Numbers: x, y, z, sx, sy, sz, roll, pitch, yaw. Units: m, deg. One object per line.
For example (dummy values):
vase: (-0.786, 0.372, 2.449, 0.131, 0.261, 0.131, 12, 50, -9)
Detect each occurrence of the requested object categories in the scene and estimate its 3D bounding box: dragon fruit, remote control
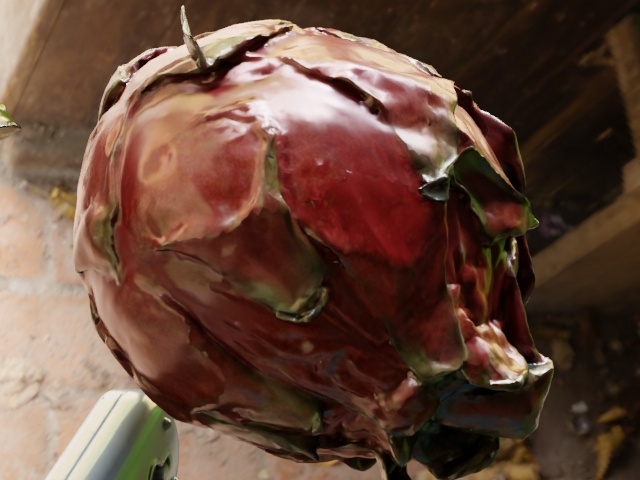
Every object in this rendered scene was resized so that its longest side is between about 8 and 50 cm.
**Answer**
dragon fruit: (0.000, 0.000, 0.686, 0.244, 0.244, 0.299, -29, 52, -34)
remote control: (-0.127, 0.164, 0.690, 0.047, 0.087, 0.244, -1, 25, 14)

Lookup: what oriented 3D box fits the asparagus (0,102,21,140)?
asparagus: (-0.449, -0.163, 1.346, 0.343, 0.085, 0.082, 27, 46, 23)
